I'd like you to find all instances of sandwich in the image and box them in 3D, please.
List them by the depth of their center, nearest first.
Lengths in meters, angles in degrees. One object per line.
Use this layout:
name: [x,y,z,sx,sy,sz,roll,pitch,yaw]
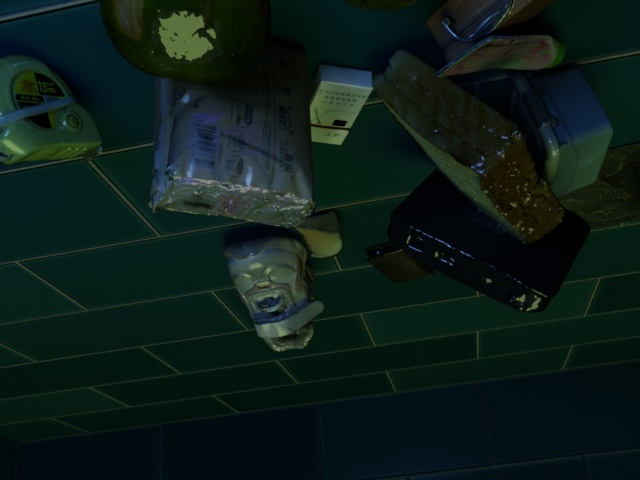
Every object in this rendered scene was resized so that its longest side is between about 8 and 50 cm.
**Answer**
sandwich: [0.222,-0.139,1.112,0.099,0.271,0.301,-44,146,8]

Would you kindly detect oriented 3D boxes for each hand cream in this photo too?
hand cream: [0.250,-0.247,0.976,0.275,0.050,0.079,-19,145,-49]

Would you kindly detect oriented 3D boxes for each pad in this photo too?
pad: [0.576,-0.096,1.553,0.248,0.007,0.367,-13,153,15]

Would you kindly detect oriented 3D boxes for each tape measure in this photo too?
tape measure: [-0.405,-0.176,1.015,0.087,0.154,0.177,-17,-178,29]

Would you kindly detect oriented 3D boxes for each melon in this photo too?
melon: [0.007,-0.001,1.586,0.098,0.054,0.182,-6,156,11]

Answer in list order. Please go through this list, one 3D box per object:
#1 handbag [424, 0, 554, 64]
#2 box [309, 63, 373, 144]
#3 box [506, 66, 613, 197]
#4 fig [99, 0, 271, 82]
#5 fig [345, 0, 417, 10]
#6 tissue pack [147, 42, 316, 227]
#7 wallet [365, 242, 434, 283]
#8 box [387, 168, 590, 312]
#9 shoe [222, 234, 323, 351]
handbag: [0.229,-0.300,0.909,0.193,0.072,0.151,-30,179,43]
box: [0.016,-0.211,1.157,0.084,0.040,0.154,2,152,-18]
box: [0.375,-0.167,1.197,0.130,0.162,0.227,-19,154,3]
fig: [-0.146,-0.295,0.824,0.195,0.195,0.244,2,119,-16]
fig: [0.096,-0.335,0.857,0.151,0.151,0.259,-23,172,33]
tissue pack: [-0.117,-0.158,0.990,0.215,0.256,0.123,7,155,-22]
wallet: [0.191,0.054,1.759,0.110,0.031,0.198,-16,153,22]
box: [0.290,-0.019,1.251,0.290,0.289,0.073,28,130,18]
shoe: [-0.092,0.121,1.648,0.172,0.198,0.351,-14,154,14]
